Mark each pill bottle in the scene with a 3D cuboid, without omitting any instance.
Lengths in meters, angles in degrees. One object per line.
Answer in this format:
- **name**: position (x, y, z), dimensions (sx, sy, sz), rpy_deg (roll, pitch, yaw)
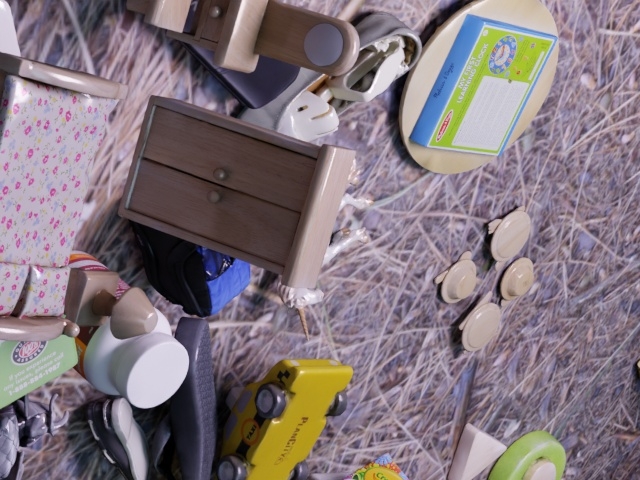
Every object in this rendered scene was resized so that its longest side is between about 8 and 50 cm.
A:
- **pill bottle**: position (-0.184, 0.078, 1.428), dimensions (0.086, 0.152, 0.086), rpy_deg (-27, 134, -32)

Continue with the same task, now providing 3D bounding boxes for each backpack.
- **backpack**: position (-0.106, 0.004, 1.502), dimensions (0.101, 0.098, 0.120), rpy_deg (-35, 137, -30)

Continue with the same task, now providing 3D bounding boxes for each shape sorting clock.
- **shape sorting clock**: position (0.163, -0.161, 1.709), dimensions (0.206, 0.040, 0.206), rpy_deg (-27, 138, -28)

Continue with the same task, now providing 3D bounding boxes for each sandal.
- **sandal**: position (-0.135, 0.172, 1.625), dimensions (0.097, 0.054, 0.254), rpy_deg (-78, 171, -51)

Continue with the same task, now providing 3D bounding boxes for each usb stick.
- **usb stick**: position (-0.100, -0.201, 1.398), dimensions (0.077, 0.045, 0.278), rpy_deg (-47, 142, 0)

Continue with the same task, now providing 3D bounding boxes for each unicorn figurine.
- **unicorn figurine**: position (0.000, 0.000, 1.653), dimensions (0.111, 0.060, 0.162), rpy_deg (-24, 117, -33)

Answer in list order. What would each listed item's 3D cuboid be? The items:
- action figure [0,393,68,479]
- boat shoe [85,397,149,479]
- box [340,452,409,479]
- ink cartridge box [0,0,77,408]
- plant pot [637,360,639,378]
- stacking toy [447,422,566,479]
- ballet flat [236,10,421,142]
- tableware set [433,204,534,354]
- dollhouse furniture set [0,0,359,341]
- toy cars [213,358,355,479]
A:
- **action figure**: position (-0.328, 0.194, 1.411), dimensions (0.285, 0.099, 0.185), rpy_deg (-20, 122, -42)
- **boat shoe**: position (-0.194, 0.195, 1.599), dimensions (0.125, 0.038, 0.046), rpy_deg (74, 18, -51)
- **box**: position (0.044, 0.426, 1.703), dimensions (0.279, 0.290, 0.177), rpy_deg (-29, 140, -17)
- **ink cartridge box**: position (-0.316, -0.016, 1.245), dimensions (0.207, 0.119, 0.353), rpy_deg (-30, 137, -31)
- **plant pot**: position (0.490, 0.188, 2.292), dimensions (0.081, 0.081, 0.083), rpy_deg (-41, 152, -18)
- **stacking toy**: position (0.231, 0.387, 2.119), dimensions (0.309, 0.130, 0.279), rpy_deg (17, 104, -51)
- **ballet flat**: position (0.007, -0.136, 1.540), dimensions (0.213, 0.068, 0.072), rpy_deg (-40, 140, -18)
- **tableware set**: position (0.198, 0.046, 1.920), dimensions (0.141, 0.020, 0.168), rpy_deg (-42, 139, -19)
- **dollhouse furniture set**: position (-0.130, -0.062, 1.184), dimensions (0.355, 0.174, 0.303), rpy_deg (3, 104, -65)
- **toy cars**: position (-0.036, 0.250, 1.775), dimensions (0.176, 0.087, 0.393), rpy_deg (-30, 141, -16)
